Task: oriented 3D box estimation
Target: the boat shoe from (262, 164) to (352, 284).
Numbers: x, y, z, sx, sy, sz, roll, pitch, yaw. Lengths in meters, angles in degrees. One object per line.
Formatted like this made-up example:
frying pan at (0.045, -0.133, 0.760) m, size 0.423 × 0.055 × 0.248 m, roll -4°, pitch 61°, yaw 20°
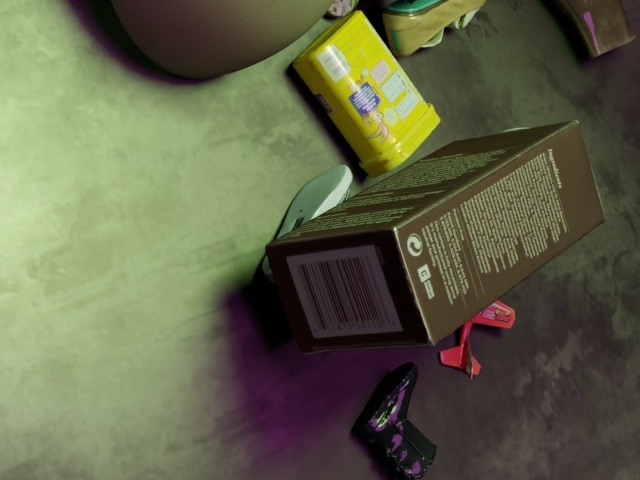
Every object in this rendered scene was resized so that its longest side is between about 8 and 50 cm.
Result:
boat shoe at (0.000, 0.000, 1.727) m, size 0.083 × 0.065 × 0.183 m, roll 52°, pitch 50°, yaw -28°

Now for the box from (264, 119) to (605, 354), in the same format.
box at (0.137, -0.008, 1.691) m, size 0.381 × 0.191 × 0.143 m, roll -32°, pitch 107°, yaw -45°

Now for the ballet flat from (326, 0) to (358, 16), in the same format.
ballet flat at (0.050, -0.381, 1.887) m, size 0.077 × 0.079 × 0.221 m, roll 35°, pitch 55°, yaw -28°

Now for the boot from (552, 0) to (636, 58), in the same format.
boot at (0.359, -0.360, 2.158) m, size 0.248 × 0.090 × 0.206 m, roll -22°, pitch 89°, yaw -48°

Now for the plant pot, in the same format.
plant pot at (-0.072, -0.324, 1.627) m, size 0.284 × 0.191 × 0.284 m, roll 3°, pitch 86°, yaw -53°

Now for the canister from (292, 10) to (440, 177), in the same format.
canister at (0.055, -0.179, 1.827) m, size 0.170 × 0.073 × 0.126 m, roll 54°, pitch 47°, yaw -13°

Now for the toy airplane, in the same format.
toy airplane at (0.184, 0.104, 1.878) m, size 0.151 × 0.028 × 0.151 m, roll 15°, pitch 66°, yaw -37°

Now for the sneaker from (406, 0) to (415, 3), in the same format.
sneaker at (0.110, -0.360, 1.908) m, size 0.078 × 0.106 × 0.234 m, roll 37°, pitch 15°, yaw -20°

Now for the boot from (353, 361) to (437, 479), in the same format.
boot at (0.100, 0.215, 1.750) m, size 0.099 × 0.045 × 0.121 m, roll 49°, pitch 56°, yaw -16°

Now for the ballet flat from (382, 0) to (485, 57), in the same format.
ballet flat at (0.156, -0.301, 1.978) m, size 0.232 × 0.080 × 0.073 m, roll -32°, pitch 126°, yaw -42°
